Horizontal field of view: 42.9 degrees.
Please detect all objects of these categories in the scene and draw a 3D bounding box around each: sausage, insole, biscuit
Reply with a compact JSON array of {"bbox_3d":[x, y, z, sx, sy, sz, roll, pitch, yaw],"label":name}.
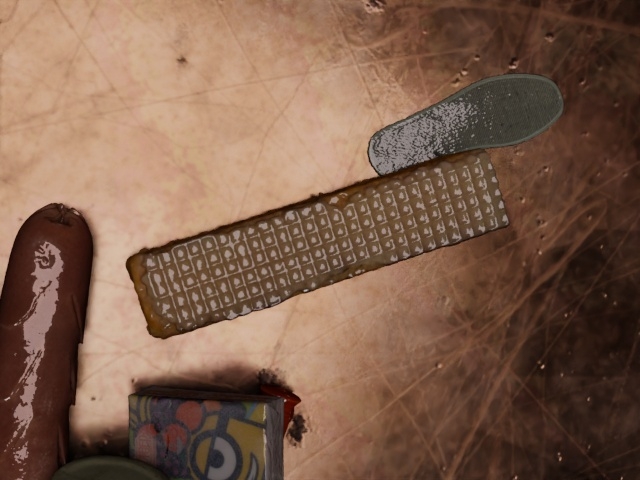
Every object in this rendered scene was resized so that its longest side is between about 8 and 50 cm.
[{"bbox_3d":[-0.273,0.179,0.755,0.088,0.088,0.432,7,90,-12],"label":"sausage"},{"bbox_3d":[0.157,-0.126,0.873,0.232,0.003,0.080,-20,95,-10],"label":"insole"},{"bbox_3d":[0.000,0.000,0.817,0.379,0.054,0.094,-19,98,-10],"label":"biscuit"}]

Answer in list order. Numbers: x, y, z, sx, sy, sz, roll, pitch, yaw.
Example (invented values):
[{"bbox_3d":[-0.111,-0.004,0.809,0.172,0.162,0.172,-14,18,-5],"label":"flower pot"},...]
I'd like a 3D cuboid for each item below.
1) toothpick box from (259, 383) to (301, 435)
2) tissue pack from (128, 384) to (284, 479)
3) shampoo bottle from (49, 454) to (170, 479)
[{"bbox_3d":[-0.052,0.188,0.818,0.047,0.047,0.083,21,87,-11],"label":"toothpick box"},{"bbox_3d":[-0.107,0.199,0.773,0.148,0.060,0.108,0,90,20],"label":"tissue pack"},{"bbox_3d":[-0.189,0.321,0.752,0.118,0.087,0.234,10,112,16],"label":"shampoo bottle"}]
